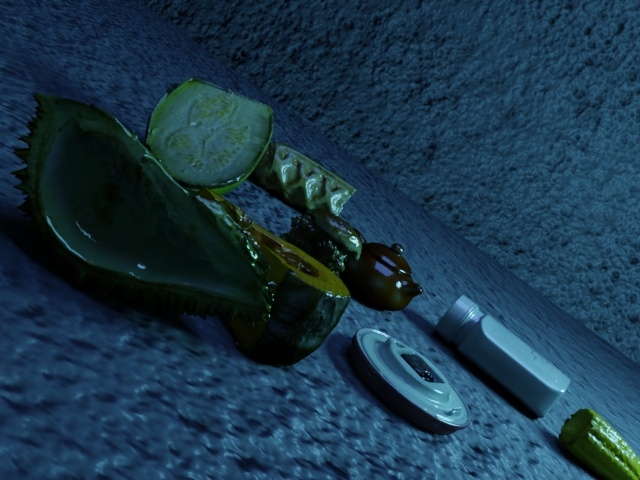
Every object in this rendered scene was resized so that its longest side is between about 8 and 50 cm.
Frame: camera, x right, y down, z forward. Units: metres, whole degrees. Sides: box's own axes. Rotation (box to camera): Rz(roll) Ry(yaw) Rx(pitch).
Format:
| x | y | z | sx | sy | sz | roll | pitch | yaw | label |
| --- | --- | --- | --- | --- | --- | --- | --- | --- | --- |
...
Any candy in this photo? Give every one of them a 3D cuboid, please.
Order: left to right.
| x | y | z | sx | sy | sz | roll | pitch | yaw | label |
| --- | --- | --- | --- | --- | --- | --- | --- | --- | --- |
| 0.583 | 0.434 | 1.641 | 0.199 | 0.094 | 0.106 | 40 | 8 | -2 | candy |

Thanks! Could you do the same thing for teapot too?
| x | y | z | sx | sy | sz | roll | pitch | yaw | label |
| --- | --- | --- | --- | --- | --- | --- | --- | --- | --- |
| 0.118 | 0.051 | 1.739 | 0.252 | 0.135 | 0.178 | 44 | 12 | 30 | teapot |

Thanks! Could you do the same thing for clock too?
| x | y | z | sx | sy | sz | roll | pitch | yaw | label |
| --- | --- | --- | --- | --- | --- | --- | --- | --- | --- |
| 0.154 | 0.231 | 1.372 | 0.244 | 0.056 | 0.244 | 32 | 13 | -9 | clock |

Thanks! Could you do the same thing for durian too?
| x | y | z | sx | sy | sz | roll | pitch | yaw | label |
| --- | --- | --- | --- | --- | --- | --- | --- | --- | --- |
| -0.220 | -0.022 | 1.038 | 0.394 | 0.198 | 0.163 | 37 | 12 | 0 | durian |

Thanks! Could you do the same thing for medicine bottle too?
| x | y | z | sx | sy | sz | roll | pitch | yaw | label |
| --- | --- | --- | --- | --- | --- | --- | --- | --- | --- |
| 0.394 | 0.251 | 1.772 | 0.296 | 0.111 | 0.161 | 40 | 13 | 14 | medicine bottle |

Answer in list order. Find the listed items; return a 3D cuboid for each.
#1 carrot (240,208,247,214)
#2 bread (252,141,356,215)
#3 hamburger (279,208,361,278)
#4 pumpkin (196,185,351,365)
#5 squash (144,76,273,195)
| x | y | z | sx | sy | sz | roll | pitch | yaw | label |
| --- | --- | --- | --- | --- | --- | --- | --- | --- | --- |
| -0.183 | -0.018 | 1.420 | 0.066 | 0.062 | 0.271 | 68 | 19 | -2 | carrot |
| -0.053 | -0.153 | 2.036 | 0.268 | 0.130 | 0.152 | 31 | 18 | -11 | bread |
| 0.000 | 0.000 | 1.633 | 0.185 | 0.131 | 0.159 | 40 | 10 | 35 | hamburger |
| -0.101 | 0.058 | 1.184 | 0.281 | 0.139 | 0.190 | 32 | 13 | -5 | pumpkin |
| -0.230 | -0.198 | 1.603 | 0.234 | 0.210 | 0.309 | 22 | 10 | -2 | squash |
